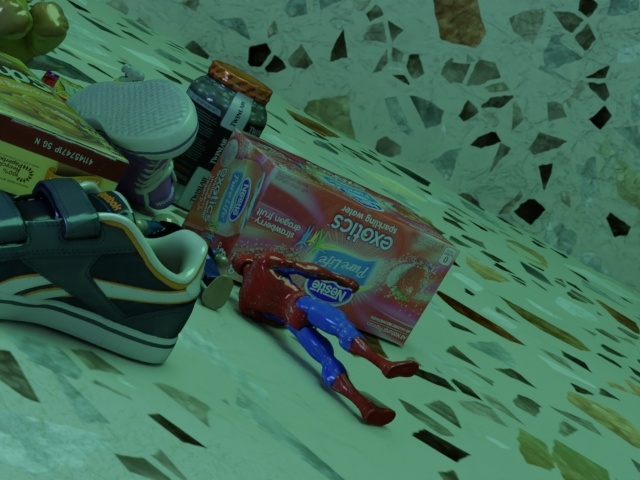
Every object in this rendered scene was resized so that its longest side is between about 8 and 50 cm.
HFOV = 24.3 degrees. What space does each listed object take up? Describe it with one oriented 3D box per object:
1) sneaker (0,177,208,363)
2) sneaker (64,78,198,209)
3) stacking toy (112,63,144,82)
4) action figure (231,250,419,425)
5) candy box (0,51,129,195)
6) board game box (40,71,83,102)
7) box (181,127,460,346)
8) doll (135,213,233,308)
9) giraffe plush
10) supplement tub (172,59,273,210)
[{"bbox_3d":[-0.241,0.002,1.261,0.321,0.127,0.126,19,16,-38],"label":"sneaker"},{"bbox_3d":[-0.197,-0.105,1.779,0.282,0.102,0.161,20,-35,59],"label":"sneaker"},{"bbox_3d":[-0.214,-0.172,2.134,0.221,0.052,0.167,30,12,-9],"label":"stacking toy"},{"bbox_3d":[0.013,0.091,1.612,0.139,0.091,0.280,7,25,-49],"label":"action figure"},{"bbox_3d":[-0.375,-0.147,1.707,0.183,0.088,0.316,22,13,-43],"label":"candy box"},{"bbox_3d":[-0.314,-0.168,2.093,0.193,0.045,0.147,27,11,-12],"label":"board game box"},{"bbox_3d":[0.000,0.000,1.845,0.300,0.154,0.142,24,12,-34],"label":"box"},{"bbox_3d":[-0.157,0.011,1.656,0.129,0.046,0.189,25,11,-26],"label":"doll"},{"bbox_3d":[-0.434,-0.326,2.010,0.210,0.181,0.171,19,54,-72],"label":"giraffe plush"},{"bbox_3d":[-0.148,-0.139,1.998,0.117,0.190,0.117,28,11,-6],"label":"supplement tub"}]
